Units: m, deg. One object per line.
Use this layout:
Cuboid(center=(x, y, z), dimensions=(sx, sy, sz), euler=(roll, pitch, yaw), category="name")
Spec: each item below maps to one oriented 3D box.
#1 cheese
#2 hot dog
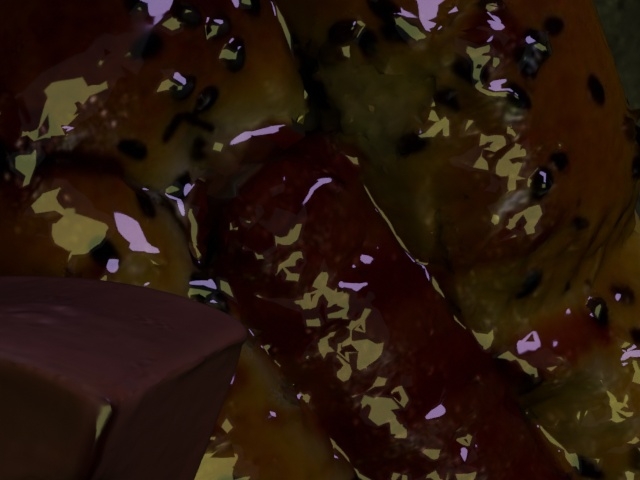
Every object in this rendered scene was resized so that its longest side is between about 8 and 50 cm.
Cuboid(center=(-0.111, 0.089, 0.471), dimensions=(0.177, 0.128, 0.203), euler=(-36, 84, 22), category="cheese")
Cuboid(center=(0.000, 0.000, 0.640), dimensions=(0.367, 0.196, 0.365), euler=(-18, 89, -19), category="hot dog")
